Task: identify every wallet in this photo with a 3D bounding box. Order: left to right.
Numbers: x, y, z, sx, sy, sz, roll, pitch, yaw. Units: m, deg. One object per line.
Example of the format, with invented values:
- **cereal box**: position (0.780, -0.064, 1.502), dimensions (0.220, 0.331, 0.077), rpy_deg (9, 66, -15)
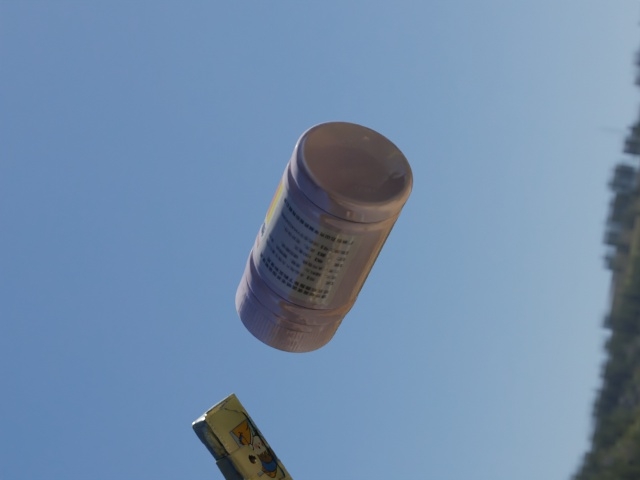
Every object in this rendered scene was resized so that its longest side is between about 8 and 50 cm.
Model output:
- **wallet**: position (-0.087, 0.266, 1.920), dimensions (0.155, 0.039, 0.110), rpy_deg (55, -160, 2)

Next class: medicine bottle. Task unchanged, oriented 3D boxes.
- **medicine bottle**: position (0.000, 0.000, 1.697), dimensions (0.133, 0.133, 0.250), rpy_deg (-64, -2, -45)
